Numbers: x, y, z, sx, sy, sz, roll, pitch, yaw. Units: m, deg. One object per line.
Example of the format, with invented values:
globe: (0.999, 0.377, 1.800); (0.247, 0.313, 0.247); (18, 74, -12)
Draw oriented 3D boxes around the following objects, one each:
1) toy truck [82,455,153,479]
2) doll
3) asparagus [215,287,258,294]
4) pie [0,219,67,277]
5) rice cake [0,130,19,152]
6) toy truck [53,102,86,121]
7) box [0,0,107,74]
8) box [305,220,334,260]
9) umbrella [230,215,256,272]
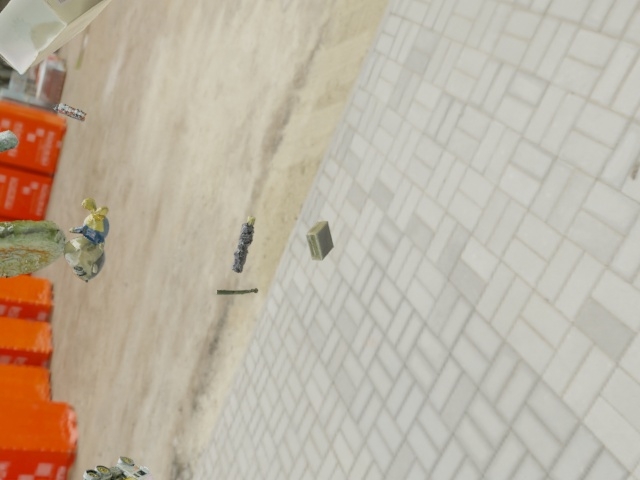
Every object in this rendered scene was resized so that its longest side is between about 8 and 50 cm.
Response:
toy truck: (-0.471, 0.578, 1.561); (0.098, 0.114, 0.227); (-66, -16, 1)
doll: (-0.472, 0.006, 1.389); (0.102, 0.089, 0.179); (25, 117, 30)
asparagus: (-0.226, 0.140, 1.869); (0.015, 0.127, 0.018); (-30, 64, 54)
pie: (-0.677, 0.019, 1.401); (0.323, 0.323, 0.070); (-32, 64, 56)
rice cake: (-0.702, -0.166, 1.353); (0.033, 0.207, 0.033); (41, 147, 32)
toy truck: (-0.673, -0.345, 1.842); (0.032, 0.083, 0.024); (-39, 35, 54)
box: (-0.473, -0.416, 1.232); (0.168, 0.095, 0.212); (-30, 23, 35)
box: (0.000, 0.000, 1.785); (0.035, 0.083, 0.079); (-1, 117, 28)
umbrella: (-0.189, 0.009, 1.694); (0.040, 0.037, 0.144); (-30, -43, -80)
